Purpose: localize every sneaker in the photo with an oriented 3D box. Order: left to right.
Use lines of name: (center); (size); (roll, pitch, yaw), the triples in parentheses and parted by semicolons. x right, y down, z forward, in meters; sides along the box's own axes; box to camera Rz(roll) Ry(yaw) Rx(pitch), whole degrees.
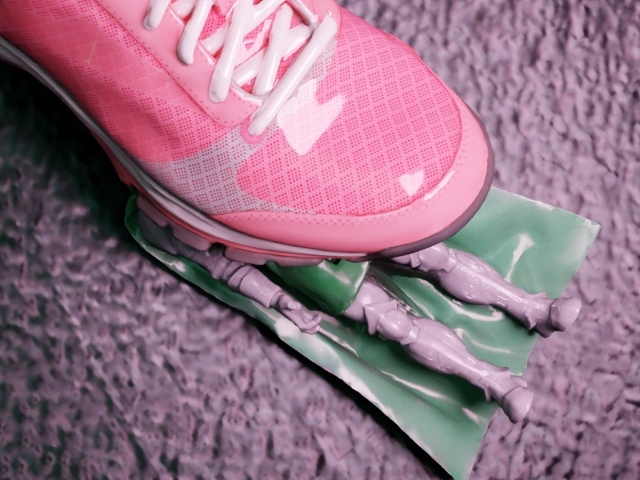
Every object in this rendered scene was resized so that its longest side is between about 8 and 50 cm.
sneaker: (-0.070, -0.096, 0.693); (0.314, 0.136, 0.116); (31, 69, 4)

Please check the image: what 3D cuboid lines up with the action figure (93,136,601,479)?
action figure: (0.000, 0.000, 0.780); (0.232, 0.063, 0.137); (28, 83, -7)
